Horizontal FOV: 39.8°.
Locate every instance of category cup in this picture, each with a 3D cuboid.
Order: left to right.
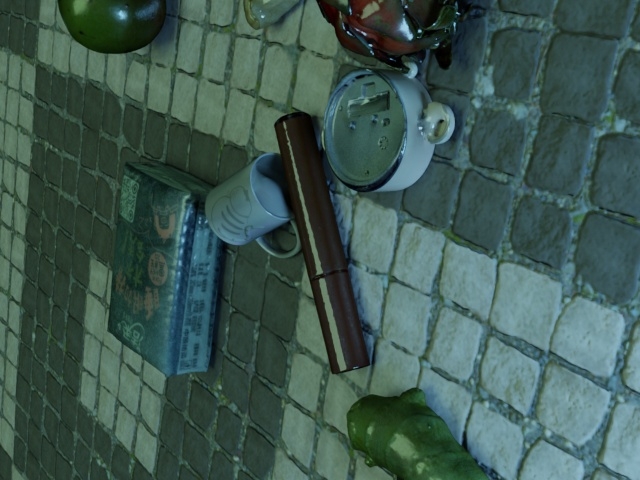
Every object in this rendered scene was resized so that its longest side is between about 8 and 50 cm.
[{"bbox_3d":[-0.088,-0.040,1.255,0.133,0.099,0.135,-26,73,48],"label":"cup"}]

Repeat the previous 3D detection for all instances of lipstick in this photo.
[{"bbox_3d":[0.000,0.000,1.187,0.057,0.057,0.356,-25,73,49],"label":"lipstick"}]

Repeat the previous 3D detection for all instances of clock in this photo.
[{"bbox_3d":[0.068,-0.137,1.087,0.229,0.063,0.155,2,96,49],"label":"clock"}]

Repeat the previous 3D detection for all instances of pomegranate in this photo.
[{"bbox_3d":[-0.344,-0.418,1.450,0.181,0.182,0.224,52,150,33],"label":"pomegranate"}]

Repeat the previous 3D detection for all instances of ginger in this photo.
[{"bbox_3d":[0.128,0.295,1.032,0.137,0.089,0.289,-50,57,34],"label":"ginger"}]

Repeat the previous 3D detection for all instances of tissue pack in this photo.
[{"bbox_3d":[-0.264,0.042,1.474,0.228,0.103,0.315,26,112,48],"label":"tissue pack"}]

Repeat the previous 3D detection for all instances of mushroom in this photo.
[{"bbox_3d":[-0.037,-0.358,1.203,0.202,0.054,0.059,-30,77,41],"label":"mushroom"}]

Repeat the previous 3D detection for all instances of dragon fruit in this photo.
[{"bbox_3d":[0.074,-0.291,0.983,0.188,0.182,0.182,46,126,39],"label":"dragon fruit"}]

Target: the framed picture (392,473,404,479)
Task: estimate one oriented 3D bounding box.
[{"bbox_3d":[0.116,0.312,1.116,0.066,0.007,0.089,-6,89,51],"label":"framed picture"}]
